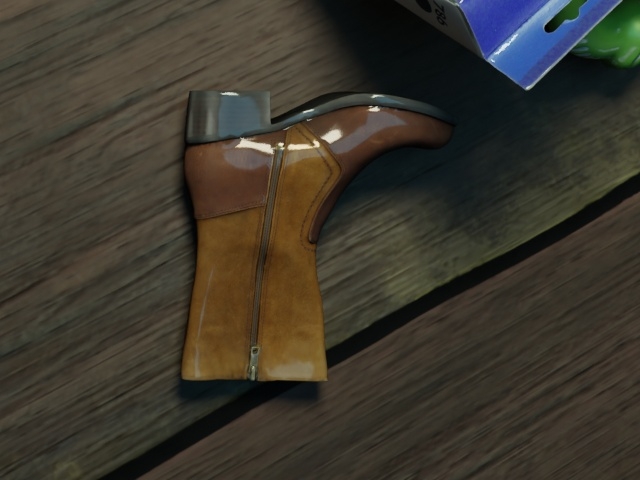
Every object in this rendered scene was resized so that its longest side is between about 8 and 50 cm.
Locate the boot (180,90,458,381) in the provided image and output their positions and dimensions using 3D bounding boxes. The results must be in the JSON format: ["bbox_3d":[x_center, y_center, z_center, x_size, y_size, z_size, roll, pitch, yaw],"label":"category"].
[{"bbox_3d":[0.000,0.000,1.055,0.264,0.096,0.280,-2,97,-19],"label":"boot"}]

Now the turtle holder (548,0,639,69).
[{"bbox_3d":[0.295,-0.334,1.045,0.227,0.243,0.320,-20,92,-36],"label":"turtle holder"}]

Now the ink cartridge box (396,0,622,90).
[{"bbox_3d":[0.108,-0.280,0.964,0.165,0.333,0.065,-44,152,-11],"label":"ink cartridge box"}]
